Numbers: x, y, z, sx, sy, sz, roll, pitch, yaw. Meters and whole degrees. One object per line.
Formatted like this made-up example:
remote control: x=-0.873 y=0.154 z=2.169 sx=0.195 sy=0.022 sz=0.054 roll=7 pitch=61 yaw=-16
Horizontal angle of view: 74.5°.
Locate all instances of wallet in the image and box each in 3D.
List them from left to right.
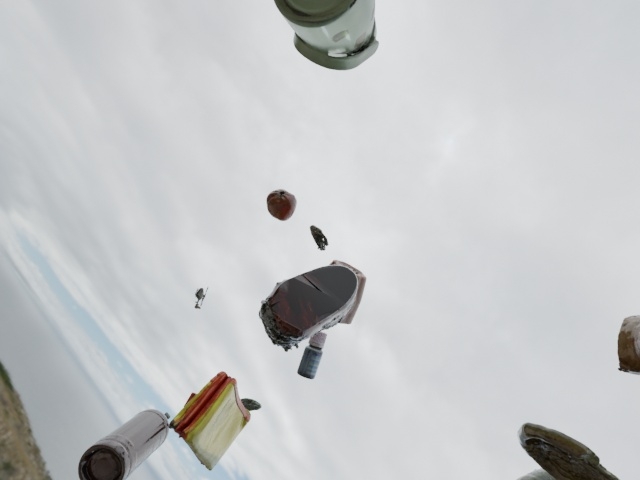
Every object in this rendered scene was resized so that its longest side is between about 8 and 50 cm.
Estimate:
wallet: x=-0.214 y=0.362 z=0.847 sx=0.067 sy=0.141 sz=0.241 roll=28 pitch=-36 yaw=21

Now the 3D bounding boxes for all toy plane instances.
toy plane: x=-0.576 y=0.270 z=2.012 sx=0.049 sy=0.120 sz=0.031 roll=17 pitch=-30 yaw=-2

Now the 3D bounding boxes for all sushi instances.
sushi: x=-0.022 y=0.138 z=0.929 sx=0.136 sy=0.225 sz=0.126 roll=57 pitch=-27 yaw=14

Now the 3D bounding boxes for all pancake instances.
pancake: x=0.463 y=0.415 z=0.752 sx=0.235 sy=0.029 sz=0.211 roll=37 pitch=-23 yaw=20

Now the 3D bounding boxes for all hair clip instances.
hair clip: x=-0.264 y=0.549 z=1.364 sx=0.066 sy=0.036 sz=0.229 roll=33 pitch=-51 yaw=-22

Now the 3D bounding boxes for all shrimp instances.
shrimp: x=0.000 y=0.000 z=1.759 sx=0.091 sy=0.034 sz=0.161 roll=31 pitch=-25 yaw=39

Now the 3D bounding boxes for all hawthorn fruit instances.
hawthorn fruit: x=-0.148 y=-0.135 z=1.611 sx=0.128 sy=0.128 sz=0.128 roll=34 pitch=-38 yaw=31

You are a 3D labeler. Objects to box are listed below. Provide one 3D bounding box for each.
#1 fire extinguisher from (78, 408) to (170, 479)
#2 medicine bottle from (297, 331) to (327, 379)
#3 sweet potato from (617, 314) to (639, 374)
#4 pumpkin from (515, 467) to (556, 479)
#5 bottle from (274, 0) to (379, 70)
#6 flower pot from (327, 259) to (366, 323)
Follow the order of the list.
fire extinguisher: x=-0.457 y=0.493 z=1.027 sx=0.102 sy=0.138 sz=0.344 roll=51 pitch=-3 yaw=5
medicine bottle: x=-0.033 y=0.488 z=1.815 sx=0.084 sy=0.203 sz=0.083 roll=18 pitch=-7 yaw=2
sweet potato: x=0.632 y=0.163 z=0.665 sx=0.131 sy=0.131 sz=0.336 roll=50 pitch=-15 yaw=8
pumpkin: x=0.562 y=0.653 z=0.954 sx=0.260 sy=0.260 sz=0.189 roll=16 pitch=-61 yaw=46
bottle: x=0.031 y=-0.540 z=1.024 sx=0.229 sy=0.229 sz=0.352 roll=50 pitch=12 yaw=8
flower pot: x=0.061 y=0.168 z=1.455 sx=0.191 sy=0.191 sz=0.173 roll=32 pitch=-79 yaw=33
